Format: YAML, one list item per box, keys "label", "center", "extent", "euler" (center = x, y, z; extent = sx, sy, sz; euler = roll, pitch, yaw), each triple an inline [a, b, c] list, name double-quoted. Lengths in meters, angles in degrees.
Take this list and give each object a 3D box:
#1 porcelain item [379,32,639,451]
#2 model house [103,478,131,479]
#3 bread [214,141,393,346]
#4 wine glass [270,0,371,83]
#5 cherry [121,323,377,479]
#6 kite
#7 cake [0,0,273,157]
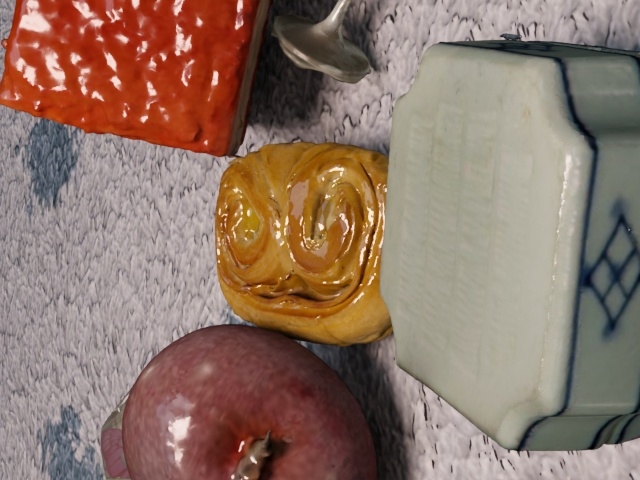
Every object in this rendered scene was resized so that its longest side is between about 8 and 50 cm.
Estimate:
- label: "porcelain item"
  center: [0.168, -0.008, 0.865]
  extent: [0.281, 0.157, 0.285]
  euler: [-150, 61, -67]
- label: "model house"
  center: [-0.224, 0.370, 1.365]
  extent: [0.149, 0.100, 0.127]
  euler: [-59, 42, 30]
- label: "bread"
  center: [0.000, 0.003, 1.130]
  extent: [0.236, 0.120, 0.198]
  euler: [5, 97, 39]
- label: "wine glass"
  center: [0.046, -0.282, 1.148]
  extent: [0.232, 0.156, 0.156]
  euler: [-60, 42, 29]
- label: "cherry"
  center: [-0.073, 0.210, 1.122]
  extent: [0.261, 0.221, 0.307]
  euler: [49, 152, 2]
- label: "kite"
  center: [-0.208, 0.342, 1.446]
  extent: [0.204, 0.022, 0.360]
  euler: [-41, 53, 38]
- label: "cake"
  center: [-0.185, -0.251, 1.241]
  extent: [0.319, 0.270, 0.269]
  euler: [-104, 26, -76]
